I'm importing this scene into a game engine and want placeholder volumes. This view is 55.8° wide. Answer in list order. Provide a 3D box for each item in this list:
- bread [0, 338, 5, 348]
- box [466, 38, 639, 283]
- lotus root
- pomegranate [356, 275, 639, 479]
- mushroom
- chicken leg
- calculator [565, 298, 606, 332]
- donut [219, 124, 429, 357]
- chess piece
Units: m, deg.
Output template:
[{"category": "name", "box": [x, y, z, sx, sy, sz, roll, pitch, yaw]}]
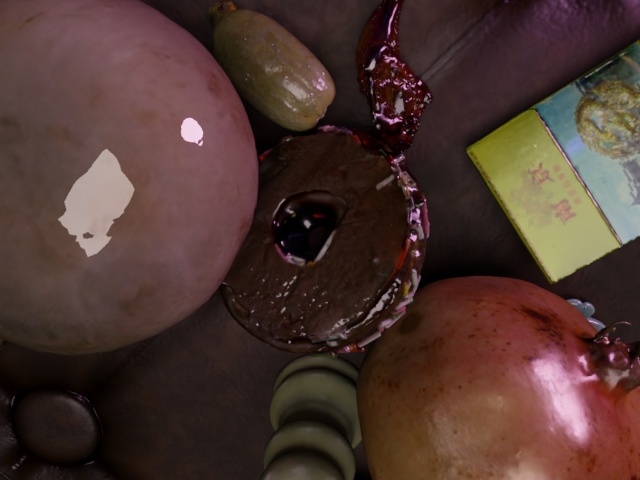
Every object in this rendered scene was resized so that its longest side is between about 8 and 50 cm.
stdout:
[{"category": "bread", "box": [-0.523, 0.033, 0.828, 0.263, 0.198, 0.236, 39, 143, -7]}, {"category": "box", "box": [0.354, -0.115, 0.667, 0.335, 0.047, 0.187, -32, 86, 16]}, {"category": "lotus root", "box": [-0.064, -0.199, 0.677, 0.183, 0.077, 0.090, 46, 105, 6]}, {"category": "pomegranate", "box": [0.210, 0.190, 0.663, 0.338, 0.338, 0.338, 2, 110, 5]}, {"category": "mushroom", "box": [-0.238, -0.069, 0.630, 0.362, 0.294, 0.363, 1, 98, 10]}, {"category": "chicken leg", "box": [0.080, -0.200, 0.691, 0.093, 0.053, 0.205, -17, 116, -12]}, {"category": "calculator", "box": [0.328, 0.145, 0.802, 0.095, 0.021, 0.153, 4, 111, 5]}, {"category": "donut", "box": [0.000, 0.000, 0.684, 0.269, 0.103, 0.270, -9, 70, 25]}, {"category": "chess piece", "box": [-0.009, 0.266, 0.759, 0.144, 0.251, 0.145, 2, 109, 5]}]
